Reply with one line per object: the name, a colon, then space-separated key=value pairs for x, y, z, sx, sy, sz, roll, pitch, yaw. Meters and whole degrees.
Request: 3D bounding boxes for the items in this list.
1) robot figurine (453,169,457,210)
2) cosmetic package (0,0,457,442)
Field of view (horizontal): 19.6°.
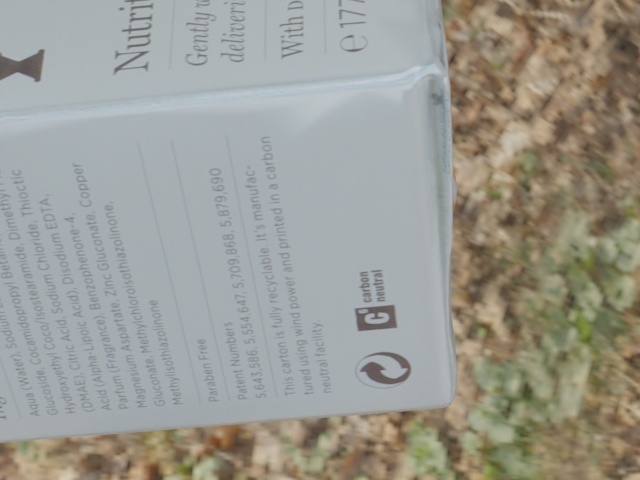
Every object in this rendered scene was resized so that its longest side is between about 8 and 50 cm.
robot figurine: x=0.001 y=0.001 z=1.116 sx=0.128 sy=0.158 sz=0.219 roll=36 pitch=115 yaw=13
cosmetic package: x=-0.151 y=-0.050 z=0.649 sx=0.385 sy=0.156 sz=0.217 roll=-5 pitch=44 yaw=1
